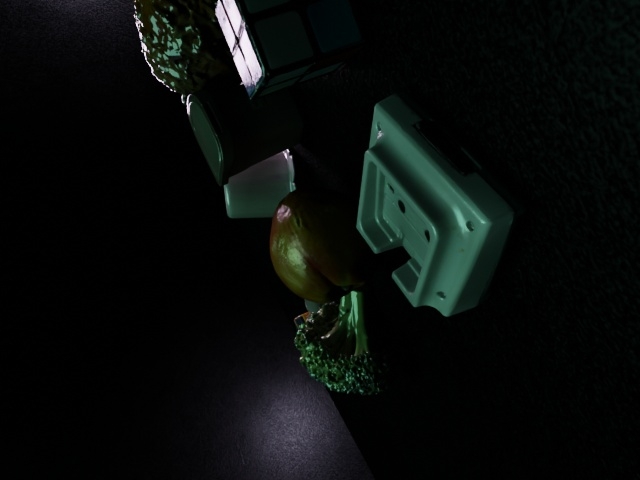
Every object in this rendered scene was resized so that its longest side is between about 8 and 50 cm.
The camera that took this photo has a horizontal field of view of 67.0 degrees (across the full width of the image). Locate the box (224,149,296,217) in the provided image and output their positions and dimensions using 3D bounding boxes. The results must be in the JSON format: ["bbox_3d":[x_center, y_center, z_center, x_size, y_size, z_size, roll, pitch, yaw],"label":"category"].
[{"bbox_3d":[-0.190,-0.165,1.476,0.291,0.207,0.262,133,129,-77],"label":"box"}]

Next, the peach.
[{"bbox_3d":[0.000,0.000,1.075,0.280,0.238,0.281,57,-169,-17],"label":"peach"}]

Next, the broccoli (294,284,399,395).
[{"bbox_3d":[0.057,0.281,1.332,0.375,0.249,0.301,-132,18,-68],"label":"broccoli"}]

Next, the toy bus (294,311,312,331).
[{"bbox_3d":[-0.005,0.397,1.973,0.138,0.167,0.275,56,165,35],"label":"toy bus"}]

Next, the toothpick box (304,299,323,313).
[{"bbox_3d":[-0.021,0.195,1.818,0.098,0.099,0.148,53,163,44],"label":"toothpick box"}]

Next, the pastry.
[{"bbox_3d":[-0.305,-0.540,1.243,0.337,0.293,0.405,46,147,32],"label":"pastry"}]

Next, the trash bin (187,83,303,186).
[{"bbox_3d":[-0.193,-0.300,1.275,0.219,0.250,0.219,64,166,7],"label":"trash bin"}]

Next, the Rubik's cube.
[{"bbox_3d":[-0.054,-0.350,0.790,0.167,0.180,0.183,69,165,-11],"label":"Rubik's cube"}]

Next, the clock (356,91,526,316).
[{"bbox_3d":[0.144,-0.043,0.702,0.262,0.116,0.231,56,163,33],"label":"clock"}]
